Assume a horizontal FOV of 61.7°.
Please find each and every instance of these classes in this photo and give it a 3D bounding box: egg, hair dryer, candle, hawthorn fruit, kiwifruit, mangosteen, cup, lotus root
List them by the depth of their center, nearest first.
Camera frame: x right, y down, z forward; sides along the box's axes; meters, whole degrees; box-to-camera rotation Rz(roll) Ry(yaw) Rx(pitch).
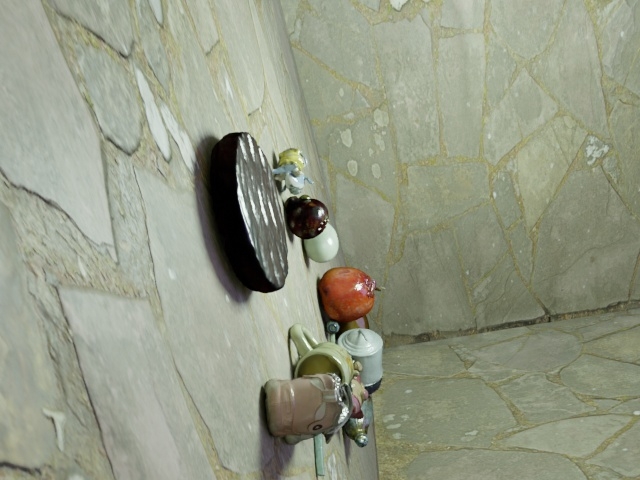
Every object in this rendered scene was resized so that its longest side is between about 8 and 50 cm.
[{"bbox_3d":[-0.019,0.401,1.730,0.173,0.255,0.202,-58,171,3],"label":"cup"},{"bbox_3d":[-0.060,-0.093,2.046,0.172,0.184,0.172,-55,179,-2],"label":"mangosteen"},{"bbox_3d":[0.000,0.000,2.311,0.151,0.151,0.209,69,9,-55],"label":"egg"},{"bbox_3d":[0.163,0.818,2.460,0.322,0.140,0.157,-72,176,-66],"label":"lotus root"},{"bbox_3d":[0.151,0.244,2.491,0.276,0.308,0.275,-12,90,-80],"label":"hawthorn fruit"},{"bbox_3d":[0.185,0.541,2.498,0.221,0.222,0.342,-85,175,-64],"label":"candle"},{"bbox_3d":[0.056,0.459,2.507,0.167,0.068,0.199,-90,179,-81],"label":"hair dryer"},{"bbox_3d":[0.145,0.418,2.678,0.196,0.196,0.233,-43,116,-81],"label":"kiwifruit"}]

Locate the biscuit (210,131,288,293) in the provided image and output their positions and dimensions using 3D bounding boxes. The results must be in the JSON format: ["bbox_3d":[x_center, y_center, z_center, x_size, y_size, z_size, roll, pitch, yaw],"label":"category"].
[{"bbox_3d":[-0.175,-0.067,1.329,0.407,0.091,0.406,-11,90,-81],"label":"biscuit"}]

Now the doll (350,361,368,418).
[{"bbox_3d":[0.128,0.654,2.296,0.196,0.152,0.255,50,22,-13],"label":"doll"}]

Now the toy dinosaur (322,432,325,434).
[{"bbox_3d":[-0.012,0.602,1.836,0.162,0.126,0.039,45,52,1],"label":"toy dinosaur"}]

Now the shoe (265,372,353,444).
[{"bbox_3d":[-0.012,0.440,1.399,0.351,0.198,0.171,54,27,-70],"label":"shoe"}]

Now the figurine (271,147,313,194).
[{"bbox_3d":[-0.107,-0.260,1.992,0.208,0.129,0.183,17,60,-77],"label":"figurine"}]

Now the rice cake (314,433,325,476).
[{"bbox_3d":[-0.004,0.687,1.760,0.033,0.029,0.170,77,6,-55],"label":"rice cake"}]

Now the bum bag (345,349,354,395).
[{"bbox_3d":[0.068,0.556,2.183,0.326,0.142,0.079,-75,-171,-64],"label":"bum bag"}]
